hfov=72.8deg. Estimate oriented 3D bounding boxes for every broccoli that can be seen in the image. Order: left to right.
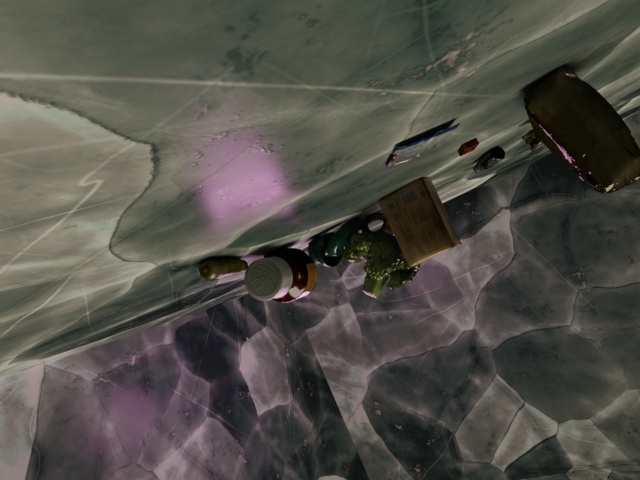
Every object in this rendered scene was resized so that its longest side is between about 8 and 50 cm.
[{"bbox_3d":[0.280,0.089,1.946,0.338,0.317,0.277,-16,149,35],"label":"broccoli"}]

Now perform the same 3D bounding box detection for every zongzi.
[{"bbox_3d":[0.681,-0.273,1.153,0.160,0.323,0.360,-35,174,22],"label":"zongzi"}]

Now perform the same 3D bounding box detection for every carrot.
[{"bbox_3d":[-0.330,0.097,1.565,0.074,0.074,0.358,-25,175,10],"label":"carrot"}]

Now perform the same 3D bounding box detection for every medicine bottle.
[{"bbox_3d":[-0.173,0.144,1.840,0.242,0.242,0.395,-26,168,16],"label":"medicine bottle"}]

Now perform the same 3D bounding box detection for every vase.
[{"bbox_3d":[0.706,-0.333,1.845,0.060,0.060,0.211,-23,173,-9],"label":"vase"}]

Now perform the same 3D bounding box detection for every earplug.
[{"bbox_3d":[0.061,0.002,2.034,0.280,0.257,0.164,-10,146,37],"label":"earplug"}]

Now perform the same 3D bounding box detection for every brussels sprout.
[{"bbox_3d":[0.180,0.037,2.391,0.131,0.183,0.145,-18,151,-17],"label":"brussels sprout"}]

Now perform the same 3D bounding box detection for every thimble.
[{"bbox_3d":[0.269,-0.070,2.144,0.135,0.118,0.090,-24,174,2],"label":"thimble"}]

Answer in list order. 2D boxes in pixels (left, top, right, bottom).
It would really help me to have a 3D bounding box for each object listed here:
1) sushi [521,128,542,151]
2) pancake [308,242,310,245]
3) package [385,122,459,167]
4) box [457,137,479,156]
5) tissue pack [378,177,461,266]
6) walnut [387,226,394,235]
[{"bbox_3d":[0.847,-0.402,1.519,0.291,0.131,0.139,-31,173,-5],"label":"sushi"},{"bbox_3d":[0.000,0.000,2.174,0.129,0.022,0.116,-23,171,-6],"label":"pancake"},{"bbox_3d":[0.261,-0.243,1.126,0.171,0.027,0.173,-20,173,-3],"label":"package"},{"bbox_3d":[0.488,-0.307,1.434,0.051,0.023,0.082,-26,174,5],"label":"box"},{"bbox_3d":[0.421,-0.077,1.792,0.238,0.305,0.238,-23,171,-4],"label":"tissue pack"},{"bbox_3d":[0.478,-0.067,2.206,0.252,0.277,0.313,-35,170,10],"label":"walnut"}]
